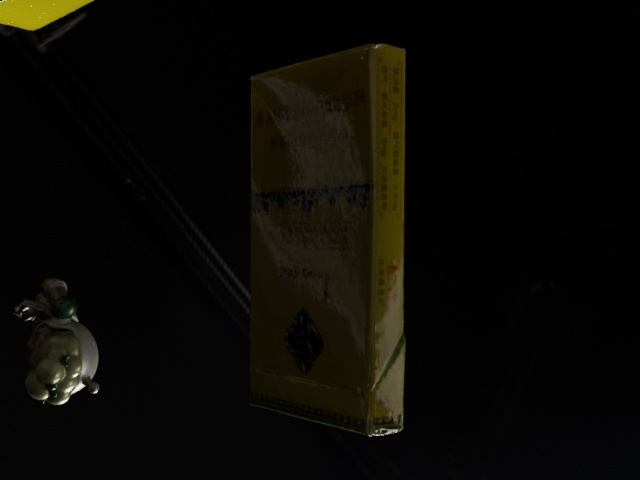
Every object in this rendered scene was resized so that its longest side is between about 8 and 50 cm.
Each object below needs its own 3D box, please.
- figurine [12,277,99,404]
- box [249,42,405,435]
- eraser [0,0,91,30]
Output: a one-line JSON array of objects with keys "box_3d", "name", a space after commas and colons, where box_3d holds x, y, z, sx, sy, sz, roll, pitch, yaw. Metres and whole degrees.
[{"box_3d": [-0.344, 0.125, 1.053, 0.094, 0.147, 0.197, 5, -148, -40], "name": "figurine"}, {"box_3d": [0.000, -0.001, 0.638, 0.041, 0.153, 0.278, 0, -90, -40], "name": "box"}, {"box_3d": [-0.246, -0.228, 0.718, 0.045, 0.097, 0.122, 63, -171, -5], "name": "eraser"}]
